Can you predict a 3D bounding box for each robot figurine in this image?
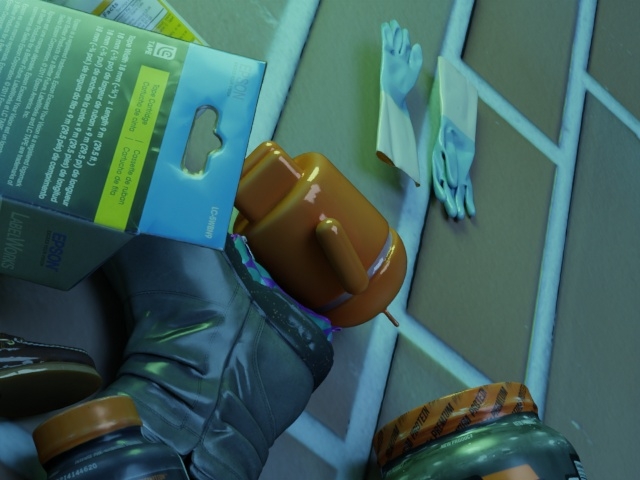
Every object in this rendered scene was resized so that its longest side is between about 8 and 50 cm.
[{"bbox_3d":[0.000,0.001,1.660,0.219,0.158,0.128,45,53,-20],"label":"robot figurine"}]

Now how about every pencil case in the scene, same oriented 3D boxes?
[{"bbox_3d":[-0.056,0.061,1.608,0.151,0.070,0.064,44,-4,-16],"label":"pencil case"}]

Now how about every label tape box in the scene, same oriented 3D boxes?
[{"bbox_3d":[-0.233,-0.086,1.394,0.333,0.106,0.241,16,47,-6],"label":"label tape box"}]

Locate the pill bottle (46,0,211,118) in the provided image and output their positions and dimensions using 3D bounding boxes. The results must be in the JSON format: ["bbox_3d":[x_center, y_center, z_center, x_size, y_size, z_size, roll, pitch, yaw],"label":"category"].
[{"bbox_3d":[-0.196,-0.198,1.613,0.208,0.117,0.117,46,38,-13],"label":"pill bottle"}]

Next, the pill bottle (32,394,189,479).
[{"bbox_3d":[-0.150,0.249,1.313,0.130,0.130,0.246,-4,66,-48],"label":"pill bottle"}]

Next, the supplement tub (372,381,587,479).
[{"bbox_3d":[0.177,0.318,1.552,0.207,0.207,0.338,3,60,-46],"label":"supplement tub"}]

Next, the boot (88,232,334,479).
[{"bbox_3d":[-0.151,0.082,1.464,0.338,0.118,0.223,40,49,-6],"label":"boot"}]

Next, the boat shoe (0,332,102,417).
[{"bbox_3d":[-0.274,0.102,1.332,0.207,0.073,0.073,1,51,-41],"label":"boat shoe"}]

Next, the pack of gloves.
[{"bbox_3d":[0.117,-0.139,1.984,0.195,0.046,0.232,39,42,-38],"label":"pack of gloves"}]
